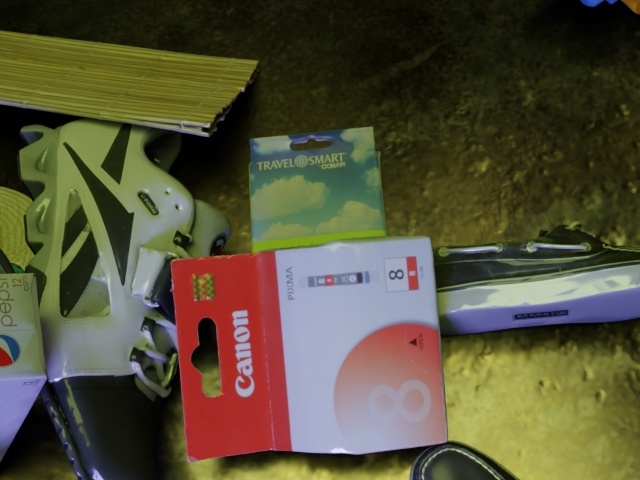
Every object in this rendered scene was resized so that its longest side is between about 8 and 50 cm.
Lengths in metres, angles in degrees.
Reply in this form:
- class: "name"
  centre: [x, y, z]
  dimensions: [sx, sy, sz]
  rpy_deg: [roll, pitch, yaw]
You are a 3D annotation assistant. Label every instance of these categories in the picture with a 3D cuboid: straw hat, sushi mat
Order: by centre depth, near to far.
- class: "straw hat"
  centre: [-0.298, 0.005, 0.678]
  dimensions: [0.144, 0.061, 0.145]
  rpy_deg: [-2, 65, 4]
- class: "sushi mat"
  centre: [-0.218, -0.143, 0.722]
  dimensions: [0.316, 0.019, 0.151]
  rpy_deg: [9, 30, 9]

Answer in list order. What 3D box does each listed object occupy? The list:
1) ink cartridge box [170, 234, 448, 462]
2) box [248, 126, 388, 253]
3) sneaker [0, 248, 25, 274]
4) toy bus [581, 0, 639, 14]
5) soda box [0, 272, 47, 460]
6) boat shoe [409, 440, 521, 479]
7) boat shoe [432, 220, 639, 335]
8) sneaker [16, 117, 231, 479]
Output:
- class: "ink cartridge box"
  centre: [-0.006, 0.074, 0.573]
  dimensions: [0.179, 0.045, 0.146]
  rpy_deg: [-5, 90, -13]
- class: "box"
  centre: [0.000, 0.000, 0.662]
  dimensions: [0.109, 0.042, 0.178]
  rpy_deg: [-5, 65, 2]
- class: "sneaker"
  centre: [-0.238, 0.041, 0.606]
  dimensions: [0.065, 0.166, 0.076]
  rpy_deg: [8, 52, -7]
- class: "toy bus"
  centre: [0.274, -0.286, 0.677]
  dimensions: [0.211, 0.220, 0.149]
  rpy_deg: [-32, 63, -2]
- class: "soda box"
  centre: [-0.239, 0.100, 0.544]
  dimensions: [0.073, 0.216, 0.069]
  rpy_deg: [0, 59, -31]
- class: "boat shoe"
  centre: [0.140, 0.218, 0.532]
  dimensions: [0.080, 0.073, 0.223]
  rpy_deg: [-34, 67, -9]
- class: "boat shoe"
  centre: [0.180, 0.021, 0.616]
  dimensions: [0.219, 0.078, 0.070]
  rpy_deg: [-6, 66, 5]
- class: "sneaker"
  centre: [-0.133, 0.032, 0.616]
  dimensions: [0.146, 0.122, 0.331]
  rpy_deg: [-14, 62, -3]
